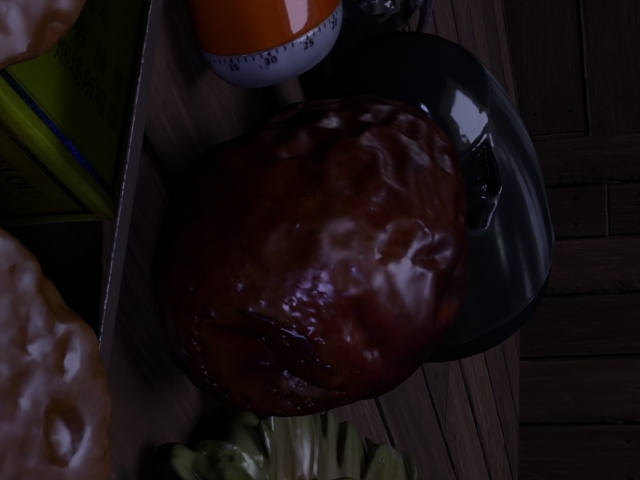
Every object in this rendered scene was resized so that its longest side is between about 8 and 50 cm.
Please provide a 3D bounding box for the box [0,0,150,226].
[{"bbox_3d":[-0.123,-0.134,0.462,0.141,0.064,0.219,57,35,-60],"label":"box"}]

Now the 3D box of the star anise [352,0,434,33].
[{"bbox_3d":[0.068,-0.287,1.150,0.231,0.089,0.209,50,46,-47],"label":"star anise"}]

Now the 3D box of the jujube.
[{"bbox_3d":[0.000,0.000,0.659,0.243,0.183,0.183,-64,147,-57],"label":"jujube"}]

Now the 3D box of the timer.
[{"bbox_3d":[-0.042,-0.172,0.714,0.136,0.099,0.136,-17,90,-79],"label":"timer"}]

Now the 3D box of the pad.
[{"bbox_3d":[-0.086,-0.017,0.492,0.176,0.002,0.266,138,-40,-77],"label":"pad"}]

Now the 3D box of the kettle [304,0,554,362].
[{"bbox_3d":[0.079,-0.070,0.883,0.271,0.207,0.250,72,17,-56],"label":"kettle"}]

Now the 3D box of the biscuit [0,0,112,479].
[{"bbox_3d":[-0.135,-0.035,0.294,0.262,0.052,0.277,35,63,-53],"label":"biscuit"}]

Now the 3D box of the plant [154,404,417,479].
[{"bbox_3d":[0.003,0.212,0.712,0.306,0.297,0.261,16,34,-30],"label":"plant"}]
